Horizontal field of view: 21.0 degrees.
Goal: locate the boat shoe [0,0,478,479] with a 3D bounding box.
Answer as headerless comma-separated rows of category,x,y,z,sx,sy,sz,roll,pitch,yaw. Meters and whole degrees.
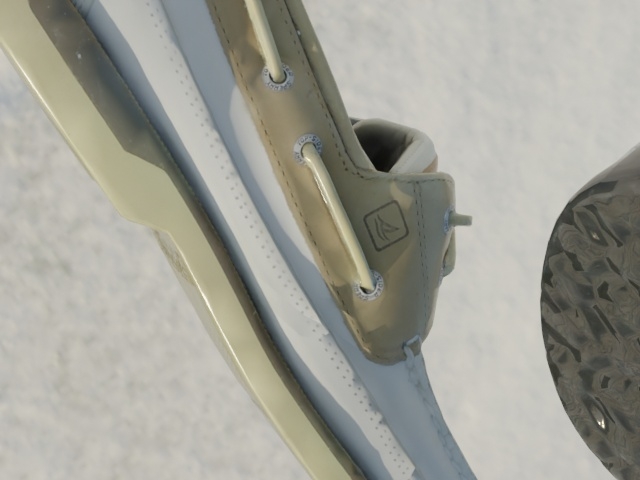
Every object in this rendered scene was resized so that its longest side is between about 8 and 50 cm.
boat shoe,0.000,0.000,0.598,0.103,0.113,0.302,-36,118,-5

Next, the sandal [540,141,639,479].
sandal,0.255,0.081,0.417,0.107,0.445,0.168,-32,141,-33
